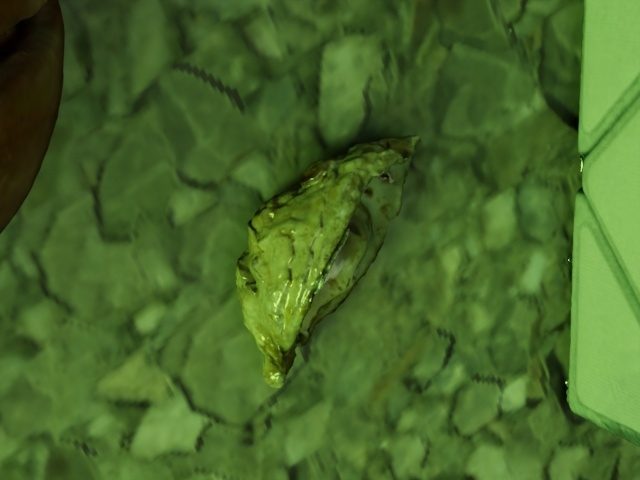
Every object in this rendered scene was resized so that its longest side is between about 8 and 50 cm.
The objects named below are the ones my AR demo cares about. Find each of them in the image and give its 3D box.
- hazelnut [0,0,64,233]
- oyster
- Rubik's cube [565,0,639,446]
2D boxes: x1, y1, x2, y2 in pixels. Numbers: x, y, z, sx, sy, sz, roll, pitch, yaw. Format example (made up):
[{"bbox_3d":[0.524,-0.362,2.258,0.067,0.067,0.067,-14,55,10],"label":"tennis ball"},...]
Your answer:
[{"bbox_3d":[-0.141,-0.052,0.473,0.143,0.143,0.154,-40,104,-16],"label":"hazelnut"},{"bbox_3d":[0.000,0.000,0.655,0.083,0.038,0.080,-47,156,-44],"label":"oyster"},{"bbox_3d":[0.229,-0.018,0.678,0.205,0.207,0.205,-11,112,-31],"label":"Rubik's cube"}]
